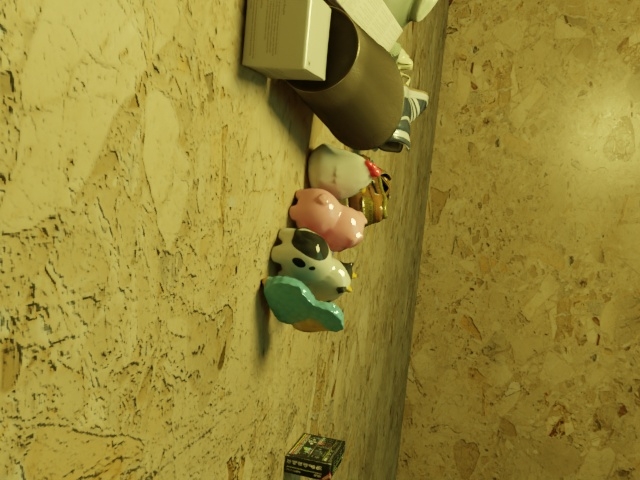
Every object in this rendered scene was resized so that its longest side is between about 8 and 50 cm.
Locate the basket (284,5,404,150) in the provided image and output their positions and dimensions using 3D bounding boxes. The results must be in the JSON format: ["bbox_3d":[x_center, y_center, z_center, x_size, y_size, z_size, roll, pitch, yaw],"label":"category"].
[{"bbox_3d":[0.032,-0.264,0.969,0.227,0.154,0.204,13,64,-70],"label":"basket"}]

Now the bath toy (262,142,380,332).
[{"bbox_3d":[0.019,-0.017,1.047,0.151,0.129,0.348,67,32,-50],"label":"bath toy"}]

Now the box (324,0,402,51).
[{"bbox_3d":[0.065,-0.397,1.045,0.067,0.063,0.324,-56,163,12],"label":"box"}]

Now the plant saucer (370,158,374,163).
[{"bbox_3d":[0.114,-0.146,1.545,0.119,0.021,0.119,8,90,-75],"label":"plant saucer"}]

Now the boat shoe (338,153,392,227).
[{"bbox_3d":[0.101,-0.104,1.305,0.307,0.105,0.110,-76,161,-60],"label":"boat shoe"}]

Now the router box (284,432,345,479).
[{"bbox_3d":[-0.009,0.432,1.229,0.122,0.092,0.038,-12,108,-73],"label":"router box"}]

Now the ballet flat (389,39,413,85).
[{"bbox_3d":[0.200,-0.437,1.614,0.077,0.079,0.221,45,53,-70],"label":"ballet flat"}]

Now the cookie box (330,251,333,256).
[{"bbox_3d":[0.000,0.000,1.165,0.091,0.040,0.107,71,29,-56],"label":"cookie box"}]

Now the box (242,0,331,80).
[{"bbox_3d":[-0.042,-0.269,0.808,0.102,0.087,0.101,-16,113,-73],"label":"box"}]

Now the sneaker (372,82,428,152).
[{"bbox_3d":[0.187,-0.282,1.454,0.282,0.099,0.153,-15,106,-66],"label":"sneaker"}]

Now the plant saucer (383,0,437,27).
[{"bbox_3d":[0.215,-0.569,1.261,0.400,0.101,0.400,-56,174,-9],"label":"plant saucer"}]
